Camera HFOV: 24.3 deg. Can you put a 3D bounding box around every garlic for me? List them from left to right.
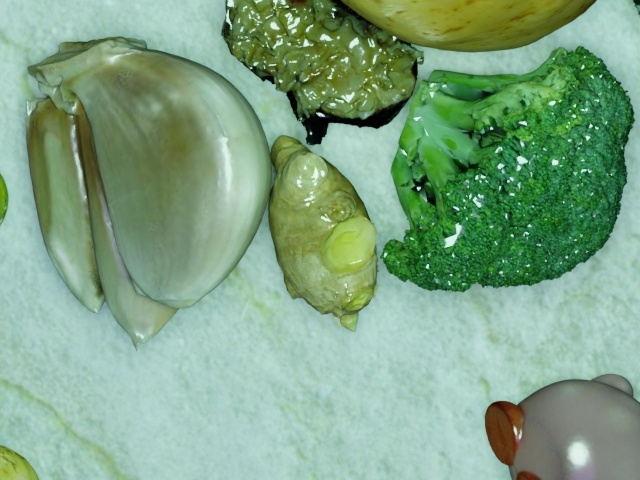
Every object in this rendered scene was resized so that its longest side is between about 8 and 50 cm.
[{"bbox_3d":[-0.171,-0.066,1.516,0.279,0.132,0.325,-15,97,38],"label":"garlic"}]

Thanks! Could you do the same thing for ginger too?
[{"bbox_3d":[0.000,0.000,1.530,0.102,0.157,0.216,-23,109,-21],"label":"ginger"}]

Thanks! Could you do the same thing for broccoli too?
[{"bbox_3d":[0.182,-0.073,1.479,0.245,0.265,0.294,26,73,24],"label":"broccoli"}]

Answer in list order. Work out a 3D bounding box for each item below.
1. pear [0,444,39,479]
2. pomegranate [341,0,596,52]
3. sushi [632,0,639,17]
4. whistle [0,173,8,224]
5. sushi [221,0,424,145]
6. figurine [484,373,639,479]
[{"bbox_3d":[-0.386,0.301,1.607,0.178,0.178,0.178,1,100,3],"label":"pear"},{"bbox_3d":[0.111,-0.350,1.377,0.410,0.410,0.410,1,100,3],"label":"pomegranate"},{"bbox_3d":[0.435,-0.267,1.389,0.294,0.292,0.059,-9,119,5],"label":"sushi"},{"bbox_3d":[-0.431,-0.055,1.599,0.198,0.057,0.104,11,105,9],"label":"whistle"},{"bbox_3d":[-0.008,-0.186,1.512,0.212,0.115,0.147,33,106,0],"label":"sushi"},{"bbox_3d":[0.276,0.225,1.550,0.173,0.173,0.173,1,100,3],"label":"figurine"}]
